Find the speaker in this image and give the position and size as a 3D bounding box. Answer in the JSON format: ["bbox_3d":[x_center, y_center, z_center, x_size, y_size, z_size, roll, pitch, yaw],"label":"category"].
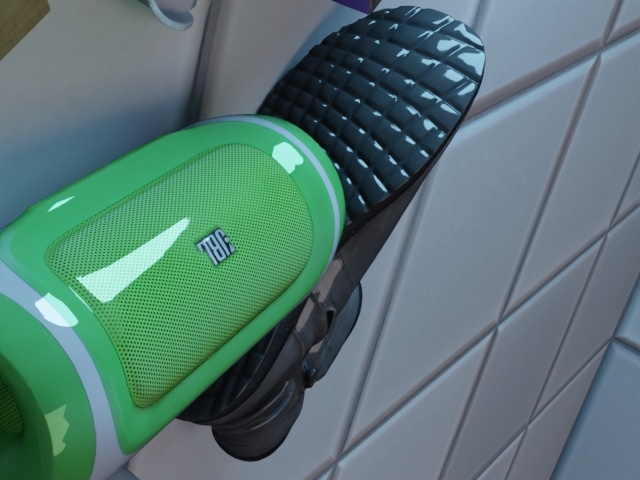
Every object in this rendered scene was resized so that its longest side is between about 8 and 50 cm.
[{"bbox_3d":[-0.095,0.025,0.652,0.296,0.131,0.131,-40,151,-56],"label":"speaker"}]

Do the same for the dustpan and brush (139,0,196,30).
[{"bbox_3d":[-0.075,-0.167,0.586,0.211,0.060,0.147,-13,128,-61],"label":"dustpan and brush"}]

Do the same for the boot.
[{"bbox_3d":[0.000,0.000,0.914,0.338,0.118,0.223,-50,162,-4],"label":"boot"}]

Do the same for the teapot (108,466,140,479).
[{"bbox_3d":[-0.158,0.252,0.746,0.256,0.187,0.253,-14,129,-59],"label":"teapot"}]

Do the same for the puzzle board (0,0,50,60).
[{"bbox_3d":[-0.174,-0.090,0.534,0.128,0.011,0.096,-51,157,-21],"label":"puzzle board"}]

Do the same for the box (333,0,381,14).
[{"bbox_3d":[0.079,-0.301,0.731,0.293,0.057,0.201,-54,157,-29],"label":"box"}]
